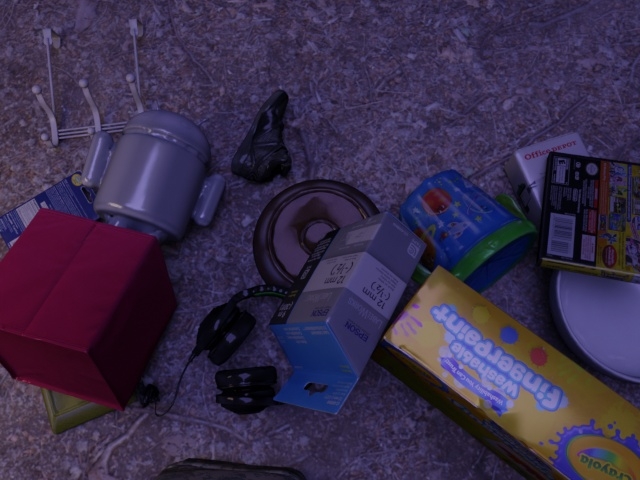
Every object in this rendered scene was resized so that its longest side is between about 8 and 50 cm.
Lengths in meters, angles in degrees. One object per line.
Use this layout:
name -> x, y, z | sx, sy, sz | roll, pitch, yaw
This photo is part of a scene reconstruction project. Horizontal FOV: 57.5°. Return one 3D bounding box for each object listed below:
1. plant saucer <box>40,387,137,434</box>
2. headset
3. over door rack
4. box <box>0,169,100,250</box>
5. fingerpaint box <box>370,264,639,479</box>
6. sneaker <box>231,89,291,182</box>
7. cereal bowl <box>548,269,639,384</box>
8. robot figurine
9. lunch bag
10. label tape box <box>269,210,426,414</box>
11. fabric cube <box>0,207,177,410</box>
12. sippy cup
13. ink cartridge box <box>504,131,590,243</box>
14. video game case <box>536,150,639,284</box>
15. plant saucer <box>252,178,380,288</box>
plant saucer -> -0.511, 0.287, 1.237 | 0.188, 0.045, 0.189 | -22, 74, -5
headset -> -0.182, 0.248, 1.211 | 0.394, 0.185, 0.244 | -22, 84, -18
over door rack -> -0.552, -0.393, 1.400 | 0.239, 0.108, 0.325 | -7, 74, -1
box -> -0.615, -0.049, 1.339 | 0.225, 0.036, 0.136 | -33, 76, -6
fingerpaint box -> 0.321, 0.270, 1.055 | 0.444, 0.371, 0.163 | 36, 78, 11
sneaker -> -0.103, -0.234, 1.357 | 0.130, 0.087, 0.228 | 24, 79, 6
cereal bowl -> 0.634, 0.131, 1.205 | 0.338, 0.141, 0.339 | 0, 73, 1
robot figurine -> -0.362, -0.134, 1.272 | 0.299, 0.199, 0.354 | 22, 74, -17
lunch bag -> -0.179, 0.521, 1.054 | 0.304, 0.256, 0.213 | 5, 74, 3
label tape box -> 0.018, 0.130, 1.081 | 0.115, 0.249, 0.348 | 40, 66, -16
fabric cube -> -0.464, 0.134, 1.131 | 0.259, 0.254, 0.258 | 14, 54, 8
sippy cup -> 0.290, -0.020, 1.225 | 0.240, 0.305, 0.224 | -45, 64, 18
ink cartridge box -> 0.532, -0.110, 1.300 | 0.160, 0.092, 0.220 | -17, 74, -4
video game case -> 0.575, -0.048, 1.169 | 0.248, 0.035, 0.275 | 10, 61, 13
plant saucer -> 0.000, 0.000, 1.307 | 0.310, 0.050, 0.311 | 0, 75, 1
